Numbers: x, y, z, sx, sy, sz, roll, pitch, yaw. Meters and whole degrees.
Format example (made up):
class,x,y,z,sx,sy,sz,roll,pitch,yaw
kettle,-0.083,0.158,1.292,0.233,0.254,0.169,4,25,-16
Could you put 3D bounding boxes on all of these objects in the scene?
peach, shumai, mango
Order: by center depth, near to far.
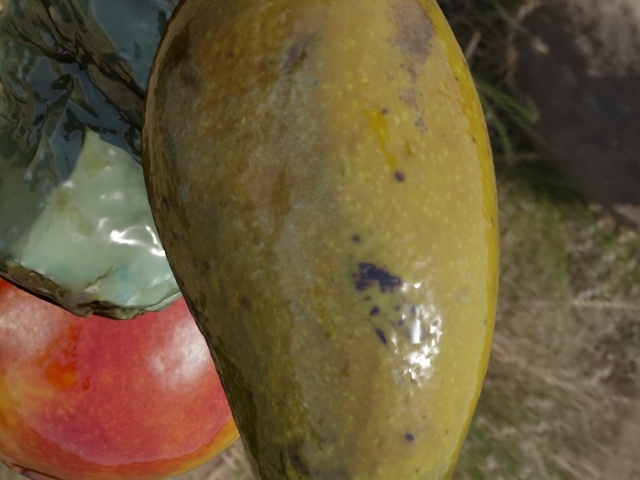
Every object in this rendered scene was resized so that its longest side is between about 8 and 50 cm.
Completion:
class,x,y,z,sx,sy,sz,roll,pitch,yaw
mango,0.002,-0.004,0.874,0.175,0.176,0.329,-4,72,-17
shumai,-0.123,-0.103,1.235,0.323,0.324,0.397,-50,172,23
peach,-0.187,0.040,1.513,0.370,0.370,0.370,-14,118,-27
